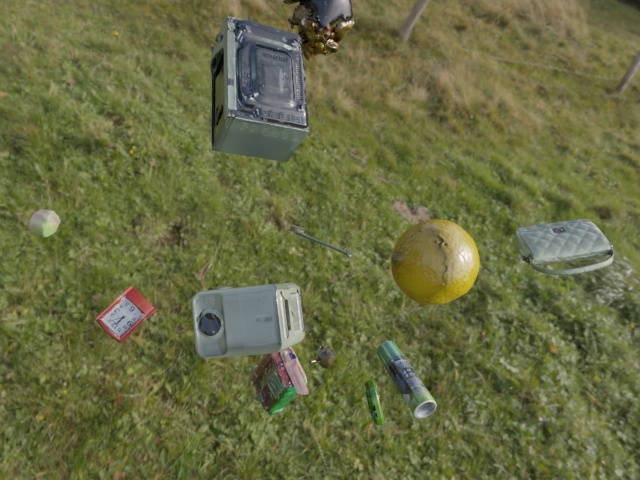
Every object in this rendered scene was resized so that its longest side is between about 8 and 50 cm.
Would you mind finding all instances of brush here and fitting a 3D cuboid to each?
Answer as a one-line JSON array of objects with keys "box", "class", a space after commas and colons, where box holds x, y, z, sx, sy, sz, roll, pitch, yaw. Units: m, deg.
[{"box": [0.000, 0.000, 1.741, 0.266, 0.027, 0.062, 24, 9, 27], "class": "brush"}]

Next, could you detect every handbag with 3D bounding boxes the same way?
[{"box": [0.706, 0.024, 1.427, 0.256, 0.079, 0.219, -8, 30, 1], "class": "handbag"}]

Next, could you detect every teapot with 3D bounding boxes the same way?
[{"box": [-0.001, 0.465, 1.947, 0.110, 0.080, 0.085, -17, 33, -26], "class": "teapot"}]

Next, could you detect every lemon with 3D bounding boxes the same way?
[{"box": [0.309, 0.054, 1.326, 0.228, 0.228, 0.253, 39, 34, 18], "class": "lemon"}]

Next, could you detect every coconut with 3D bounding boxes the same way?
[{"box": [-0.817, -0.053, 1.461, 0.081, 0.083, 0.082, 18, -3, 13], "class": "coconut"}]

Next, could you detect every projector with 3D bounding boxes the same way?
[{"box": [-0.172, 0.182, 1.140, 0.242, 0.164, 0.177, -7, -6, 15], "class": "projector"}]

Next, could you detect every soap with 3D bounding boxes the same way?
[{"box": [-0.150, 0.486, 1.719, 0.098, 0.273, 0.218, -9, 59, -30], "class": "soap"}]

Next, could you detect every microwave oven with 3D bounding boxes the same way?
[{"box": [-0.155, -0.380, 1.246, 0.237, 0.181, 0.295, 5, 67, -24], "class": "microwave oven"}]

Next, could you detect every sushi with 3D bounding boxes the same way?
[{"box": [0.002, -0.664, 1.494, 0.200, 0.204, 0.213, -16, 20, 1], "class": "sushi"}]

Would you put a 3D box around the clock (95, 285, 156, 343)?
[{"box": [-0.624, 0.239, 1.586, 0.113, 0.061, 0.155, 46, 71, -4], "class": "clock"}]

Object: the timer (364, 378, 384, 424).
[{"box": [0.187, 0.567, 1.736, 0.047, 0.140, 0.128, -13, 11, 1], "class": "timer"}]

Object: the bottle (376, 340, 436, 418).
[{"box": [0.319, 0.518, 1.881, 0.093, 0.093, 0.330, 6, 27, -24], "class": "bottle"}]
